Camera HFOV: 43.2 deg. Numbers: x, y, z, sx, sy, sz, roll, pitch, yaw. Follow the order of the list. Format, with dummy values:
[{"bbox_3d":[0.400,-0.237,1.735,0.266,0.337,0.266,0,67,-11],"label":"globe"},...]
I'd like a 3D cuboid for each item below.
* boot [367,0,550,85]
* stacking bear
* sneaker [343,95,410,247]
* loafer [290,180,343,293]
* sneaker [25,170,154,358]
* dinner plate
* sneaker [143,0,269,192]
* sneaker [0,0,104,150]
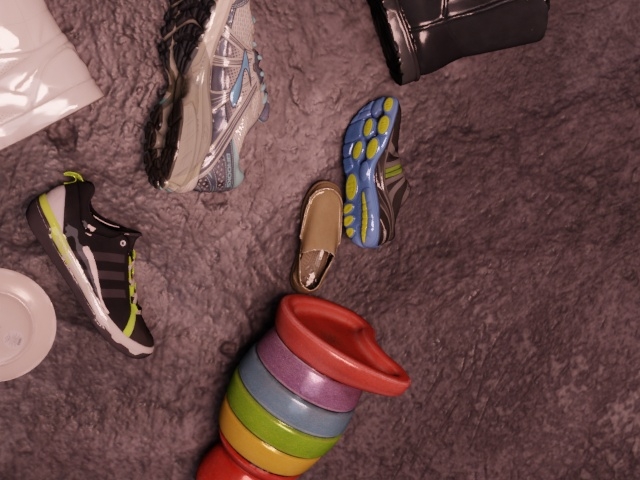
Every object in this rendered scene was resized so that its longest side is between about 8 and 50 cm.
[{"bbox_3d":[0.155,-0.324,0.947,0.207,0.094,0.246,-22,114,-5],"label":"boot"},{"bbox_3d":[-0.051,0.225,0.992,0.164,0.175,0.289,24,105,-30],"label":"stacking bear"},{"bbox_3d":[0.072,-0.084,1.005,0.078,0.067,0.188,1,95,-49],"label":"sneaker"},{"bbox_3d":[0.000,0.000,1.005,0.056,0.050,0.148,7,101,-16],"label":"loafer"},{"bbox_3d":[-0.241,0.030,0.931,0.097,0.084,0.235,-32,108,-7],"label":"sneaker"},{"bbox_3d":[-0.384,0.102,0.946,0.141,0.017,0.141,-4,105,-15],"label":"dinner plate"},{"bbox_3d":[-0.115,-0.189,0.920,0.122,0.110,0.283,10,98,-40],"label":"sneaker"},{"bbox_3d":[-0.398,-0.158,0.842,0.292,0.108,0.169,-32,107,-16],"label":"sneaker"}]
